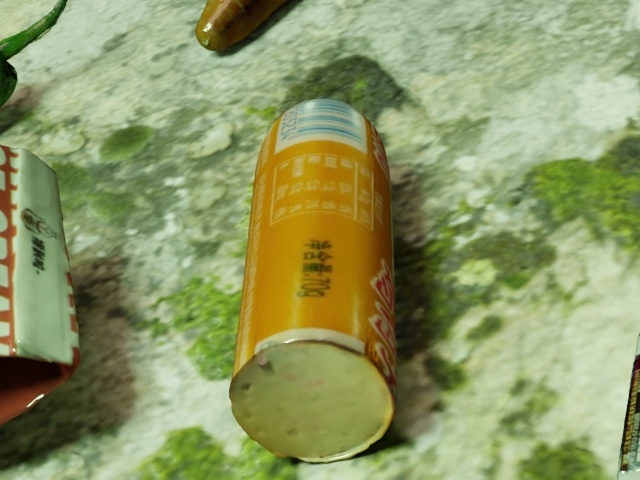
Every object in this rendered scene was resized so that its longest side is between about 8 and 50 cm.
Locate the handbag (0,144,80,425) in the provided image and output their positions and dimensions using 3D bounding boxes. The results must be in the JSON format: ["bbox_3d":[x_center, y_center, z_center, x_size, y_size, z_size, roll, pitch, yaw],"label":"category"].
[{"bbox_3d":[-0.259,0.053,0.714,0.298,0.151,0.171,-12,38,0],"label":"handbag"}]

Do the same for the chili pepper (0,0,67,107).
[{"bbox_3d":[-0.285,-0.082,0.980,0.279,0.065,0.122,-21,37,7],"label":"chili pepper"}]

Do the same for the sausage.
[{"bbox_3d":[0.000,0.000,0.705,0.071,0.071,0.234,-13,35,11],"label":"sausage"}]

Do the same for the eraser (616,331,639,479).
[{"bbox_3d":[0.133,0.071,0.579,0.027,0.019,0.099,-19,30,30],"label":"eraser"}]

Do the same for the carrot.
[{"bbox_3d":[-0.040,-0.174,0.996,0.048,0.048,0.139,11,46,39],"label":"carrot"}]
